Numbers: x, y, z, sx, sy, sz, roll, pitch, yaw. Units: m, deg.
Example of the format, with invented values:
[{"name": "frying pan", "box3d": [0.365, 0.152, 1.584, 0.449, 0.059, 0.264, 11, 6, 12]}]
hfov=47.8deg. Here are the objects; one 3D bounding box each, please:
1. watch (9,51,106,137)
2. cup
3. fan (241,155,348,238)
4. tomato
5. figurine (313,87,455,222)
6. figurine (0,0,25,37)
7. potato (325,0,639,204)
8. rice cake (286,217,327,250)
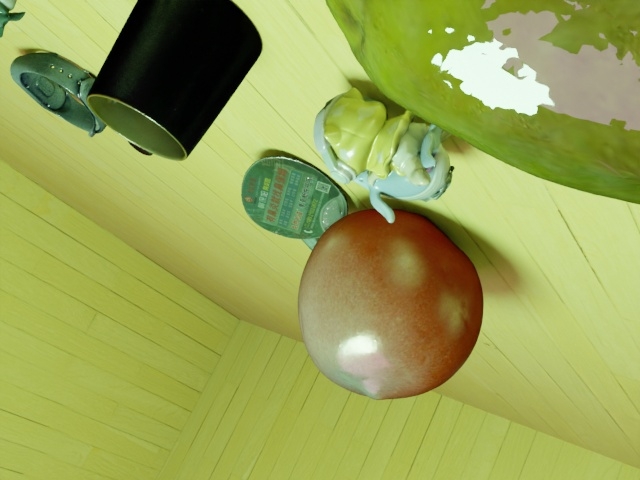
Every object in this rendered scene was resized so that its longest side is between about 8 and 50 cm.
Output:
[{"name": "watch", "box3d": [-0.488, -0.281, 1.401, 0.193, 0.068, 0.206, 22, 162, 22]}, {"name": "cup", "box3d": [-0.181, -0.198, 0.943, 0.166, 0.177, 0.239, 22, 164, 15]}, {"name": "fan", "box3d": [-0.014, -0.074, 1.293, 0.294, 0.012, 0.223, 0, 141, 21]}, {"name": "tomato", "box3d": [0.112, 0.116, 1.222, 0.321, 0.321, 0.321, 25, 165, 7]}, {"name": "figurine", "box3d": [0.086, -0.113, 0.886, 0.184, 0.128, 0.208, 36, 155, -20]}, {"name": "figurine", "box3d": [-0.493, -0.370, 0.863, 0.261, 0.186, 0.382, 50, 172, 13]}, {"name": "potato", "box3d": [0.117, -0.145, 0.472, 0.280, 0.213, 0.330, 7, 156, 25]}, {"name": "rice cake", "box3d": [0.000, 0.000, 1.511, 0.066, 0.063, 0.336, 21, 165, 38]}]
